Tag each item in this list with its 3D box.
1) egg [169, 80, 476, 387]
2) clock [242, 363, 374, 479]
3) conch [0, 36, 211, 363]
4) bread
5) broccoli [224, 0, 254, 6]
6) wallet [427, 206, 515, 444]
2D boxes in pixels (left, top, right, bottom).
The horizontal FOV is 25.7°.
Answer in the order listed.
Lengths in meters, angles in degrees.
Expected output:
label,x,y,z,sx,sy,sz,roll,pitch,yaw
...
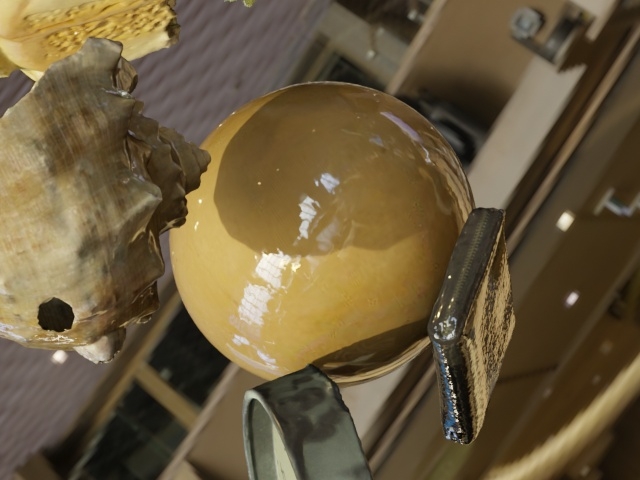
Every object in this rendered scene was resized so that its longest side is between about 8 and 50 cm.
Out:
label,x,y,z,sx,sy,sz,roll,pitch,yaw
egg,0.000,0.000,1.402,0.301,0.301,0.374,-48,-4,-16
clock,0.005,0.270,1.214,0.067,0.325,0.325,-13,-31,-12
conch,-0.198,-0.016,1.022,0.324,0.186,0.263,-42,-21,-40
bread,-0.294,-0.304,1.486,0.270,0.211,0.316,-18,-19,-6
broccoli,-0.035,-0.391,1.580,0.293,0.281,0.348,-96,25,-48
wallet,0.140,0.081,1.284,0.250,0.044,0.149,71,-142,-60
